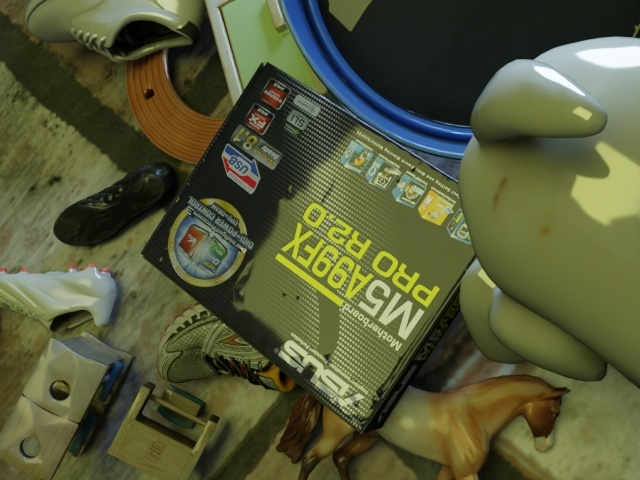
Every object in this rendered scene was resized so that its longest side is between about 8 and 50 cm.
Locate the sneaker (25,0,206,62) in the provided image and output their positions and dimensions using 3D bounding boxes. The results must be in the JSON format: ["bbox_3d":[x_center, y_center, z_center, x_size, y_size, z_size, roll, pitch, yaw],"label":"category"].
[{"bbox_3d":[-0.256,-0.264,0.973,0.258,0.094,0.091,-4,68,25],"label":"sneaker"}]

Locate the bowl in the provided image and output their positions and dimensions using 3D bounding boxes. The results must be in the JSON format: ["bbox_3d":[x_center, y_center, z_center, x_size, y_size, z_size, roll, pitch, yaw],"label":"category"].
[{"bbox_3d":[0.152,-0.267,0.731,0.390,0.077,0.391,0,95,5],"label":"bowl"}]

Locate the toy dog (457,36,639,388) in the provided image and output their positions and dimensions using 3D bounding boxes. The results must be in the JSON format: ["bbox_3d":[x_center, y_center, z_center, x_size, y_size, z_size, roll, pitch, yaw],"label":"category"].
[{"bbox_3d":[0.305,0.031,0.487,0.284,0.395,0.408,-48,51,-5],"label":"toy dog"}]

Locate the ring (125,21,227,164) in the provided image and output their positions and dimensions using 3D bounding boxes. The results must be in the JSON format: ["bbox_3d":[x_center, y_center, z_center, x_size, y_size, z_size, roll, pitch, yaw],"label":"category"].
[{"bbox_3d":[-0.087,-0.242,0.957,0.336,0.032,0.337,-8,71,24],"label":"ring"}]

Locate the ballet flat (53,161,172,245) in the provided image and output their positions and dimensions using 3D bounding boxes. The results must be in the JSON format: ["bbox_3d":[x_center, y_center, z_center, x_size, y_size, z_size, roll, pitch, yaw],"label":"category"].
[{"bbox_3d":[-0.246,-0.040,0.967,0.173,0.049,0.057,-25,109,17],"label":"ballet flat"}]

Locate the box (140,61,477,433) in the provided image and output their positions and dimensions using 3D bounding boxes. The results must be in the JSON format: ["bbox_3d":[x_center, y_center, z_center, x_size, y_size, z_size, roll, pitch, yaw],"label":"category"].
[{"bbox_3d":[0.000,0.000,0.713,0.270,0.060,0.216,36,95,22],"label":"box"}]

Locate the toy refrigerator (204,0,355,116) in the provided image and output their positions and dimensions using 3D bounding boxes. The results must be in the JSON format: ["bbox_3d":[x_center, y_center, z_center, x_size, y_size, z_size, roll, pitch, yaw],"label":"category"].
[{"bbox_3d":[-0.055,-0.229,0.866,0.102,0.094,0.270,-24,65,17],"label":"toy refrigerator"}]

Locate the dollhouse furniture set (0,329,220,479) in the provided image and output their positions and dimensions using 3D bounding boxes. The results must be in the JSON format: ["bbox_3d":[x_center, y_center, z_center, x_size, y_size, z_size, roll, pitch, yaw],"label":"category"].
[{"bbox_3d":[-0.213,0.197,0.844,0.183,0.129,0.129,27,87,0],"label":"dollhouse furniture set"}]

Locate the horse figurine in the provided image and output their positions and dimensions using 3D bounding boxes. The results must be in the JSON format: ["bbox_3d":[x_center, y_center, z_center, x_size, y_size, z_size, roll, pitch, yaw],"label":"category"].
[{"bbox_3d":[0.072,0.184,0.725,0.263,0.066,0.175,11,85,25],"label":"horse figurine"}]

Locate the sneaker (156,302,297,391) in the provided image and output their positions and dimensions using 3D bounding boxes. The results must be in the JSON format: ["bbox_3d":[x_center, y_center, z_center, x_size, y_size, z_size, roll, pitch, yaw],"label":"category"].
[{"bbox_3d":[-0.065,0.104,0.791,0.225,0.088,0.093,-18,51,20],"label":"sneaker"}]

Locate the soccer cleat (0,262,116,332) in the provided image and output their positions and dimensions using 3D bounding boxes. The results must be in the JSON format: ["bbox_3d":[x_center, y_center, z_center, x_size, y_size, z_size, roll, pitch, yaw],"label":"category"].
[{"bbox_3d":[-0.331,0.072,0.953,0.196,0.068,0.076,-5,75,21],"label":"soccer cleat"}]
